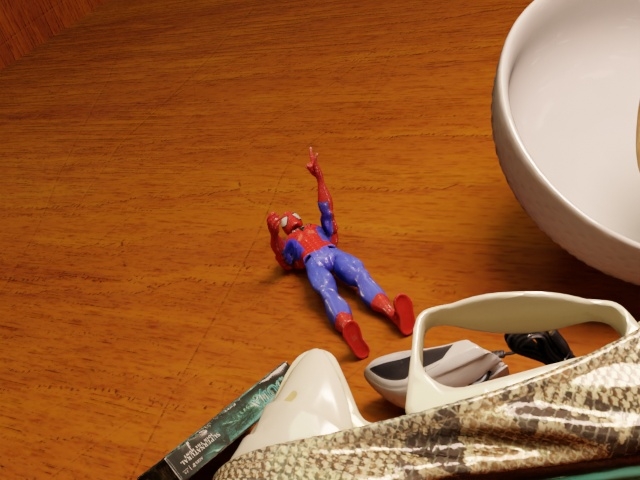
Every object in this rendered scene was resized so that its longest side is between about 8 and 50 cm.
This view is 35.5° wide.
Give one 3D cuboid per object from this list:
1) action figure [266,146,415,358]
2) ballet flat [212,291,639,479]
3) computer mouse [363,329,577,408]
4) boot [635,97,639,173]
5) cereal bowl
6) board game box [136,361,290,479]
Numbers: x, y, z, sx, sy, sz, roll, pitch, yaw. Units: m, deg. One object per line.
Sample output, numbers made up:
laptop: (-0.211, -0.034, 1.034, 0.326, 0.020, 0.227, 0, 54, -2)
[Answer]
action figure: (0.000, 0.000, 1.090, 0.091, 0.139, 0.280, -25, 27, -11)
ballet flat: (0.084, 0.143, 0.746, 0.482, 0.164, 0.182, -17, 67, 1)
computer mouse: (0.127, 0.120, 0.870, 0.193, 0.106, 0.042, -17, 50, 29)
boot: (0.382, -0.035, 0.813, 0.211, 0.104, 0.295, 17, 46, -15)
cereal bowl: (0.324, -0.096, 0.962, 0.339, 0.141, 0.339, 1, 63, -2)
board game box: (-0.091, 0.167, 0.860, 0.126, 0.026, 0.186, -37, -4, -24)
